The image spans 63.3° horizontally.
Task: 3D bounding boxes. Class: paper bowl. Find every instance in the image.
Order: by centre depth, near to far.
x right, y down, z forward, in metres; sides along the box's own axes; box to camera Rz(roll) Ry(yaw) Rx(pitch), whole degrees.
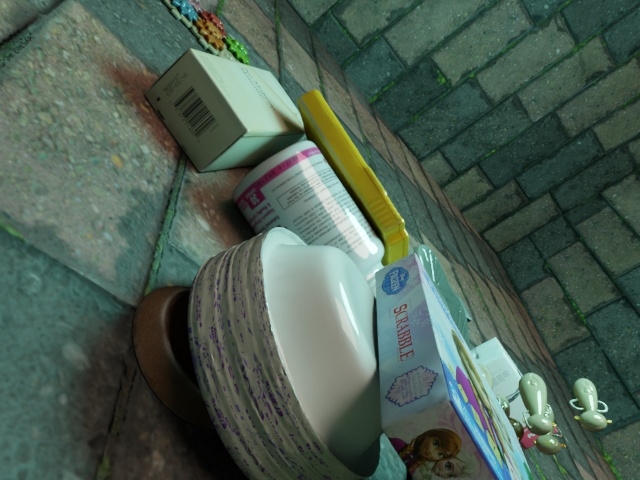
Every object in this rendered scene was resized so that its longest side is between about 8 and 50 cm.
[{"bbox_3d":[-0.006,0.120,0.579,0.284,0.148,0.284,60,13,-24],"label":"paper bowl"}]

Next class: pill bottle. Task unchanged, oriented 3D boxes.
[{"bbox_3d":[0.000,0.000,0.826,0.283,0.160,0.160,55,20,2],"label":"pill bottle"}]

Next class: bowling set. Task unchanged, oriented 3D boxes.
[{"bbox_3d":[0.444,0.396,1.106,0.154,0.286,0.200,-64,154,-58],"label":"bowling set"}]

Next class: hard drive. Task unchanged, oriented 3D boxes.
[{"bbox_3d":[0.431,0.204,1.661,0.135,0.022,0.094,32,30,-47],"label":"hard drive"}]

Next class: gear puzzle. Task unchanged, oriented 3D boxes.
[{"bbox_3d":[-0.219,-0.462,1.224,0.339,0.044,0.176,43,23,-29],"label":"gear puzzle"}]

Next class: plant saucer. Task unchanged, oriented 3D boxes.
[{"bbox_3d":[-0.124,0.116,0.562,0.168,0.029,0.169,44,23,-24],"label":"plant saucer"}]

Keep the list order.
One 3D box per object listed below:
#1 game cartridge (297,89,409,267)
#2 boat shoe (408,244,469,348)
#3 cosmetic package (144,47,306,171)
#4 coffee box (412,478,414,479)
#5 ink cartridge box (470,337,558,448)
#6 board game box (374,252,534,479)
[{"bbox_3d":[0.067,-0.080,0.976,0.324,0.052,0.285,59,-6,24],"label":"game cartridge"},{"bbox_3d":[0.261,0.162,1.216,0.321,0.103,0.118,61,34,-16],"label":"boat shoe"},{"bbox_3d":[-0.145,-0.223,0.924,0.160,0.113,0.309,54,21,0],"label":"cosmetic package"},{"bbox_3d":[0.208,0.381,0.747,0.141,0.098,0.246,53,13,-2],"label":"coffee box"},{"bbox_3d":[0.499,0.395,1.376,0.237,0.100,0.172,56,11,3],"label":"ink cartridge box"},{"bbox_3d":[0.164,0.210,0.580,0.319,0.065,0.318,59,14,-15],"label":"board game box"}]
